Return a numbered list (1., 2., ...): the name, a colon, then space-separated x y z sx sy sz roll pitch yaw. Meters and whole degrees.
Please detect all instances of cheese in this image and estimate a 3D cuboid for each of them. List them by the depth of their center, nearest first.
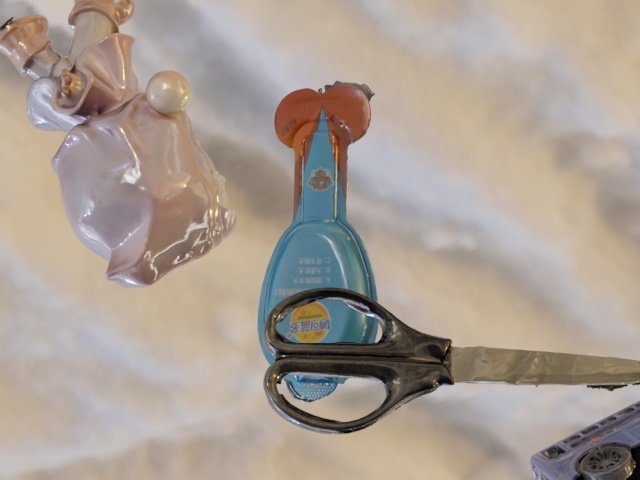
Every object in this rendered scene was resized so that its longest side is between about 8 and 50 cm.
1. cheese: 0.000 0.000 1.541 0.106 0.256 0.037 0 173 24

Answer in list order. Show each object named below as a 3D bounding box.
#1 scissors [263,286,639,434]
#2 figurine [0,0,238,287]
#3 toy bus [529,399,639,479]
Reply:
1. scissors: 0.107 0.089 1.407 0.300 0.109 0.022 3 157 -10
2. figurine: -0.172 -0.087 1.635 0.133 0.276 0.200 -17 157 -28
3. toy bus: 0.366 0.213 1.963 0.292 0.133 0.125 -25 112 -11
